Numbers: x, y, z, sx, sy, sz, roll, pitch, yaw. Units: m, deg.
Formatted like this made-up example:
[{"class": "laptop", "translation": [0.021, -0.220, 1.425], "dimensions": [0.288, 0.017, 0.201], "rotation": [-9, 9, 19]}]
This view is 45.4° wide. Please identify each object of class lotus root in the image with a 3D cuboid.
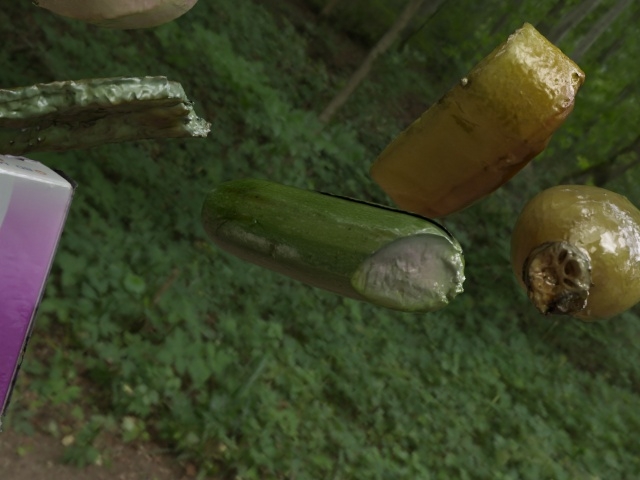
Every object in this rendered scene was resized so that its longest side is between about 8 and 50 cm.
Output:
[{"class": "lotus root", "translation": [0.285, 0.008, 0.818], "dimensions": [0.146, 0.131, 0.303], "rotation": [26, 16, 22]}]

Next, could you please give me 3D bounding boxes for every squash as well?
[{"class": "squash", "translation": [0.000, 0.000, 0.554], "dimensions": [0.239, 0.069, 0.069], "rotation": [15, -25, 38]}]

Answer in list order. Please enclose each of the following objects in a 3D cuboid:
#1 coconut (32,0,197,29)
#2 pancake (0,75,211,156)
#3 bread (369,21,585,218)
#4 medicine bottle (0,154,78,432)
[{"class": "coconut", "translation": [-0.222, -0.328, 0.825], "dimensions": [0.236, 0.197, 0.237], "rotation": [16, 7, -2]}, {"class": "pancake", "translation": [-0.192, -0.091, 0.586], "dimensions": [0.197, 0.376, 0.054], "rotation": [-7, -81, 31]}, {"class": "bread", "translation": [0.134, -0.093, 0.685], "dimensions": [0.094, 0.102, 0.245], "rotation": [43, -30, -3]}, {"class": "medicine bottle", "translation": [-0.253, 0.021, 0.420], "dimensions": [0.052, 0.171, 0.201], "rotation": [25, 8, 42]}]
